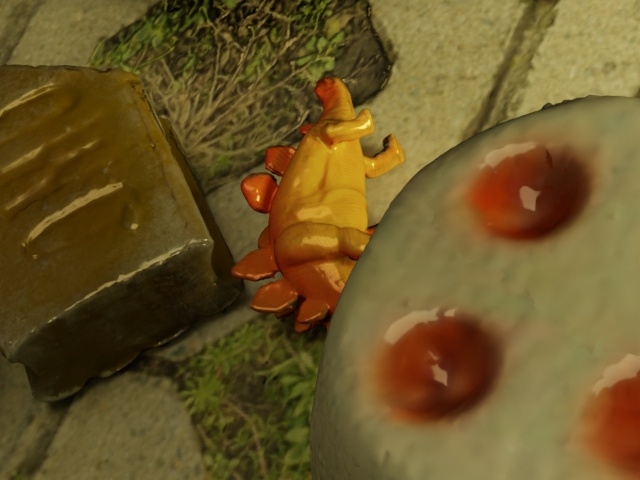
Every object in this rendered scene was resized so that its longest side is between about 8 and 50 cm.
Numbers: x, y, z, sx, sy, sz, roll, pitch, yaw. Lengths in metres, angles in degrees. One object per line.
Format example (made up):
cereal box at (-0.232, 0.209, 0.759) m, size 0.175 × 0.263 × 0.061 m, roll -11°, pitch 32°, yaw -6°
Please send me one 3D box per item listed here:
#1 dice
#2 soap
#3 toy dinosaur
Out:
dice at (0.170, 0.093, 0.912) m, size 0.259 × 0.243 × 0.251 m, roll 10°, pitch 59°, yaw 34°
soap at (-0.169, -0.028, 1.275) m, size 0.160 × 0.080 × 0.257 m, roll -29°, pitch 48°, yaw 1°
toy dinosaur at (0.000, 0.000, 1.183) m, size 0.117 × 0.070 × 0.288 m, roll -21°, pitch 47°, yaw 17°
